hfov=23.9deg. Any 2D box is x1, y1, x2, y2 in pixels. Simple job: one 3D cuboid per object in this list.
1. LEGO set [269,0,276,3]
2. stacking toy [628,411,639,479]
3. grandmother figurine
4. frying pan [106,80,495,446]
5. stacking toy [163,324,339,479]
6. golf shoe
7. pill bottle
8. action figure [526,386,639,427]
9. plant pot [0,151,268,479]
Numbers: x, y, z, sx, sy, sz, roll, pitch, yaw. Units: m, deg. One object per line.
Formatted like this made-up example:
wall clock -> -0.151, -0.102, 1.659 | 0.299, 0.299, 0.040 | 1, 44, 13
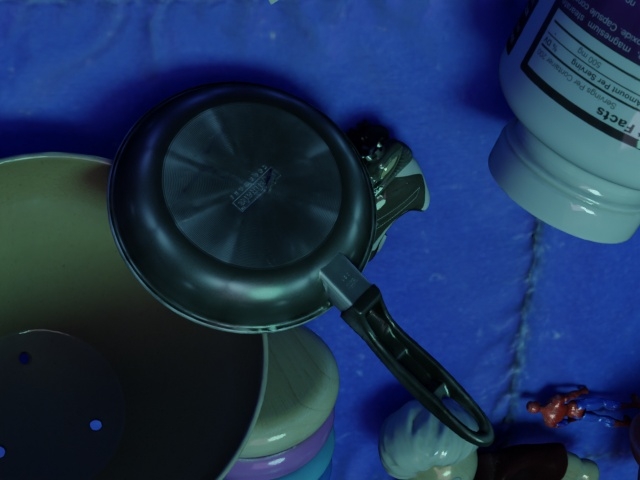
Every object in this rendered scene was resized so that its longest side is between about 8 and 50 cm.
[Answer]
LEGO set -> -0.037, -0.251, 0.978 | 0.093, 0.087, 0.227 | -27, 129, 5
stacking toy -> 0.441, 0.225, 1.315 | 0.309, 0.279, 0.130 | -11, 108, -8
grandmother figurine -> 0.161, 0.254, 1.392 | 0.208, 0.104, 0.342 | -37, 129, 4
frying pan -> -0.025, 0.025, 1.058 | 0.197, 0.326, 0.053 | -20, 163, -20
stacking toy -> -0.047, 0.220, 1.304 | 0.141, 0.141, 0.330 | -11, 134, -7
golf shoe -> 0.000, 0.000, 1.177 | 0.198, 0.077, 0.094 | -36, 126, 13
pill bottle -> 0.245, -0.162, 1.061 | 0.181, 0.181, 0.323 | 13, 121, -23
action figure -> 0.239, 0.154, 1.383 | 0.115, 0.030, 0.038 | 4, 119, -26
plant pot -> -0.196, 0.102, 1.106 | 0.284, 0.284, 0.191 | 0, 160, -15
